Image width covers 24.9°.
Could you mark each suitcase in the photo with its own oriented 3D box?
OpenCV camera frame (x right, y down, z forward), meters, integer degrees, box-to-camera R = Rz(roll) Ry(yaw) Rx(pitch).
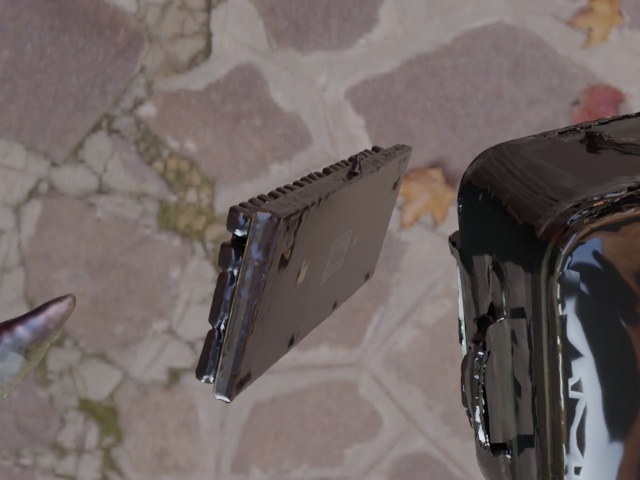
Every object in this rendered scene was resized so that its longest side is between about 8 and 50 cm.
[{"bbox_3d":[0.293,0.047,0.882,0.433,0.194,0.283,-12,115,-12],"label":"suitcase"}]

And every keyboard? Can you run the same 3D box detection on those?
[{"bbox_3d":[0.000,0.000,0.801,0.027,0.317,0.106,18,103,11],"label":"keyboard"}]

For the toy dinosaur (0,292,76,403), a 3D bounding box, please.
[{"bbox_3d":[-0.206,0.127,0.538,0.294,0.077,0.162,-24,89,-8],"label":"toy dinosaur"}]
